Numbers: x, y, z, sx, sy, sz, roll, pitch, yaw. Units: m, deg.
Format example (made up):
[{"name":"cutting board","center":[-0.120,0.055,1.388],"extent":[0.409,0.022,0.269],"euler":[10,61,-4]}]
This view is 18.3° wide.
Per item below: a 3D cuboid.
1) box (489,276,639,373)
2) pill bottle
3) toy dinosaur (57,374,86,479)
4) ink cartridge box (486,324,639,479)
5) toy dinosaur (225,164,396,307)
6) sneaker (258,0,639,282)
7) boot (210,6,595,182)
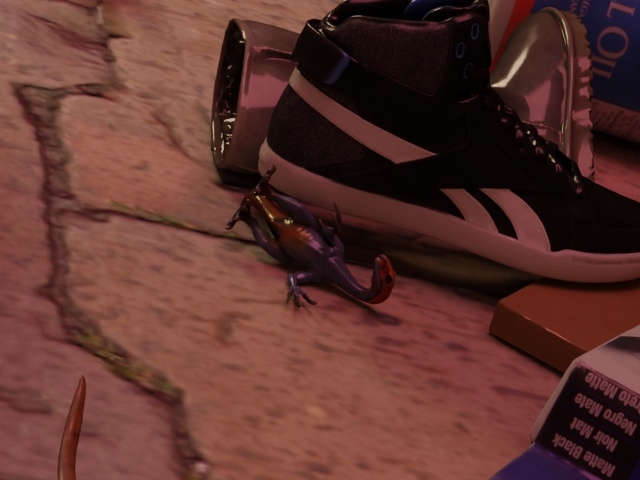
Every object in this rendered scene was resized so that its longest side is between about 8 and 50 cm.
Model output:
[{"name":"box","center":[0.204,0.065,0.988],"extent":[0.201,0.021,0.164],"euler":[30,27,24]},{"name":"pill bottle","center":[0.209,-0.124,1.262],"extent":[0.221,0.124,0.124],"euler":[16,24,-5]},{"name":"toy dinosaur","center":[-0.047,0.132,0.644],"extent":[0.211,0.064,0.112],"euler":[39,12,20]},{"name":"ink cartridge box","center":[0.207,0.105,0.808],"extent":[0.223,0.045,0.224],"euler":[28,23,21]},{"name":"toy dinosaur","center":[0.000,0.000,0.962],"extent":[0.082,0.047,0.090],"euler":[36,13,-5]},{"name":"sneaker","center":[0.088,-0.058,0.992],"extent":[0.217,0.121,0.079],"euler":[14,22,-13]},{"name":"boot","center":[0.046,-0.084,1.110],"extent":[0.208,0.076,0.189],"euler":[10,40,-6]}]
